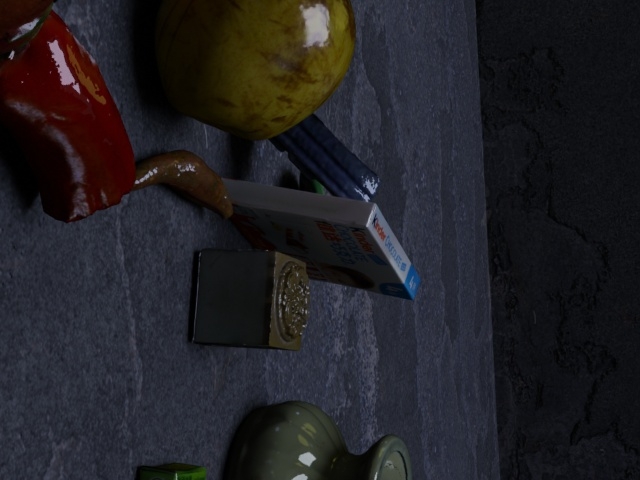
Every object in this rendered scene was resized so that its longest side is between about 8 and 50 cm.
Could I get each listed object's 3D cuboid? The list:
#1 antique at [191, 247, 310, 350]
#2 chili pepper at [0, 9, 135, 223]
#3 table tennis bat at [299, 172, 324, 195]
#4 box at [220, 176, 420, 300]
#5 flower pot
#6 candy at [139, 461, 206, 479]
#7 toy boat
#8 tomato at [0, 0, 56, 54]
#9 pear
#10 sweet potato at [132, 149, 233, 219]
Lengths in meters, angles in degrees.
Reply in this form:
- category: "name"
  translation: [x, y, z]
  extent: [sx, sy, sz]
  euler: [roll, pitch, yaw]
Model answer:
- category: "antique"
  translation: [-0.098, 0.090, 1.765]
  extent: [0.152, 0.148, 0.146]
  euler: [24, 70, -71]
- category: "chili pepper"
  translation: [-0.301, -0.177, 1.242]
  extent: [0.338, 0.131, 0.134]
  euler: [66, 22, -44]
- category: "table tennis bat"
  translation: [0.002, -0.040, 2.020]
  extent: [0.257, 0.039, 0.160]
  euler: [-143, -138, -71]
- category: "box"
  translation: [0.000, 0.000, 1.856]
  extent: [0.273, 0.265, 0.048]
  euler: [54, 51, -56]
- category: "flower pot"
  translation: [0.003, 0.412, 1.902]
  extent: [0.307, 0.244, 0.307]
  euler: [-1, 90, -69]
- category: "candy"
  translation: [-0.206, 0.402, 1.599]
  extent: [0.097, 0.062, 0.194]
  euler: [21, 71, -69]
- category: "toy boat"
  translation: [-0.014, -0.142, 1.842]
  extent: [0.078, 0.283, 0.127]
  euler: [-45, 154, -2]
- category: "tomato"
  translation: [-0.305, -0.318, 1.027]
  extent: [0.239, 0.303, 0.303]
  euler: [31, 52, -21]
- category: "pear"
  translation: [-0.091, -0.273, 1.609]
  extent: [0.281, 0.281, 0.280]
  euler: [0, 90, -70]
- category: "sweet potato"
  translation: [-0.190, -0.085, 1.645]
  extent: [0.255, 0.058, 0.078]
  euler: [18, 94, -64]
